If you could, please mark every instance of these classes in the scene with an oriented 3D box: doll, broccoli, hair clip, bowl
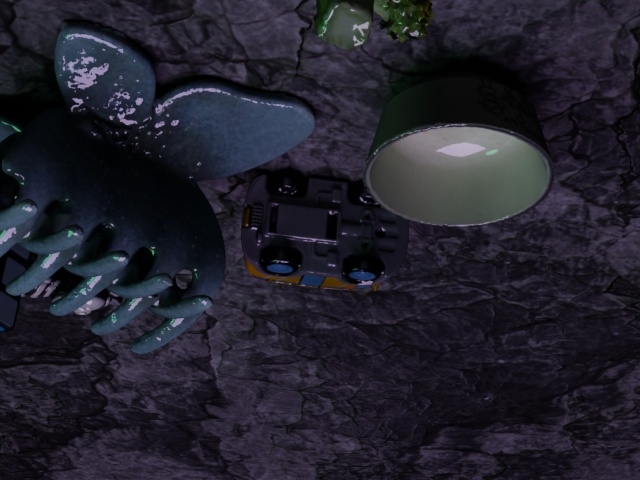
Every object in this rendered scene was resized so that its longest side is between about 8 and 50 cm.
[{"bbox_3d":[-0.376,0.064,1.812,0.219,0.067,0.091,12,158,-19],"label":"doll"},{"bbox_3d":[0.025,-0.242,1.101,0.194,0.194,0.219,-21,137,37],"label":"broccoli"},{"bbox_3d":[-0.244,-0.045,1.438,0.392,0.238,0.318,-23,139,39],"label":"hair clip"},{"bbox_3d":[0.154,-0.112,1.399,0.211,0.112,0.211,3,152,2],"label":"bowl"}]

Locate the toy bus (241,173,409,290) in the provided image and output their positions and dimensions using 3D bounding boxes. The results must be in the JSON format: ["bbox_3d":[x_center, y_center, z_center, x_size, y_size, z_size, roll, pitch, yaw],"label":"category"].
[{"bbox_3d":[0.000,0.000,1.607,0.209,0.126,0.136,6,159,-6],"label":"toy bus"}]

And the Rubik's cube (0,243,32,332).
[{"bbox_3d":[-0.501,0.031,1.673,0.162,0.163,0.160,-9,148,28],"label":"Rubik's cube"}]
